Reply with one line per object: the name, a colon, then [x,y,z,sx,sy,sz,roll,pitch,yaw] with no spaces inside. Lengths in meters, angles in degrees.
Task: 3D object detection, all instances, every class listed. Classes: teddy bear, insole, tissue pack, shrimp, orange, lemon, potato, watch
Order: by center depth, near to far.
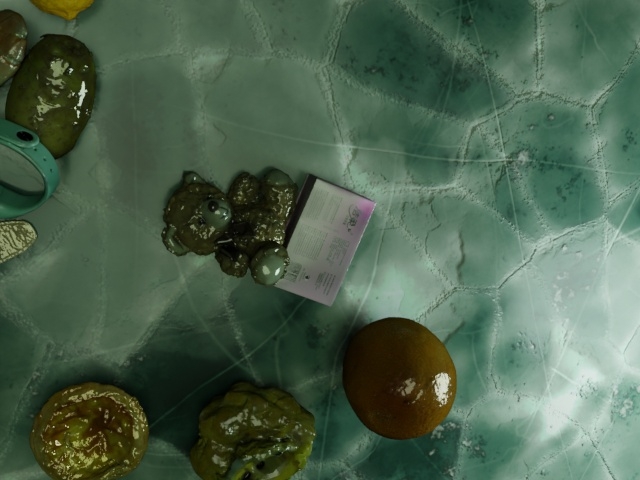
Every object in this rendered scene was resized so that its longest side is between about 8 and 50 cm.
lemon: [-0.470,-0.493,1.233,0.142,0.142,0.187,-5,99,-12]
shrimp: [-0.629,-0.313,1.256,0.267,0.061,0.145,-46,65,20]
watch: [-0.607,-0.139,1.263,0.237,0.068,0.195,28,128,-9]
potato: [-0.505,-0.264,1.288,0.150,0.113,0.251,14,110,-22]
insole: [-0.684,0.026,1.353,0.248,0.011,0.081,-26,106,-7]
teddy bear: [-0.188,-0.037,1.385,0.256,0.156,0.267,20,56,-17]
tissue pack: [0.000,0.000,1.466,0.149,0.092,0.246,22,95,-15]
orange: [0.166,0.291,1.483,0.264,0.264,0.264,-3,102,-13]

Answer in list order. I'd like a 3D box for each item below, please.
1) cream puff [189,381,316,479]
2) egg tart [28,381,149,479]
cream puff: [-0.142,0.443,1.476,0.282,0.185,0.281,-2,98,-11]
egg tart: [-0.476,0.399,1.428,0.241,0.106,0.240,-2,99,-11]
